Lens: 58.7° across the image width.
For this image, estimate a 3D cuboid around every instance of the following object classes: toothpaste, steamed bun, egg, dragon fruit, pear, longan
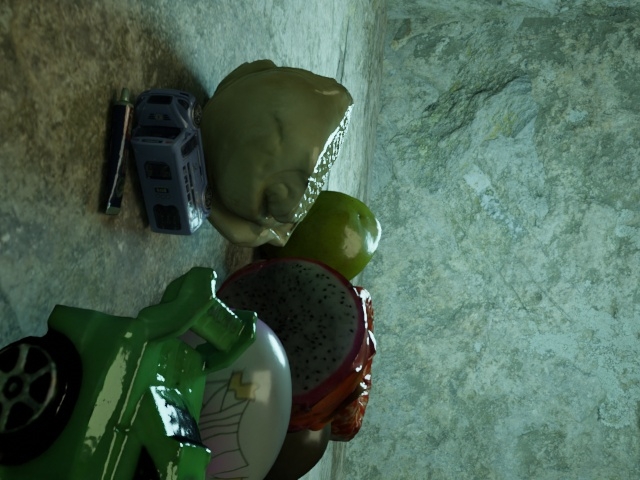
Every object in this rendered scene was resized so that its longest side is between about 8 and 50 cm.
[{"bbox_3d":[-0.219,-0.097,0.621,0.037,0.021,0.140,-2,98,-89],"label":"toothpaste"},{"bbox_3d":[-0.088,-0.132,0.824,0.276,0.203,0.289,-63,179,26],"label":"steamed bun"},{"bbox_3d":[-0.135,0.217,0.727,0.196,0.196,0.272,-34,139,-76],"label":"egg"},{"bbox_3d":[-0.043,0.179,0.951,0.189,0.290,0.291,76,21,-58],"label":"dragon fruit"},{"bbox_3d":[0.000,0.000,1.198,0.212,0.269,0.213,52,-27,41],"label":"pear"},{"bbox_3d":[-0.077,0.347,1.060,0.213,0.198,0.198,-60,166,-4],"label":"longan"}]

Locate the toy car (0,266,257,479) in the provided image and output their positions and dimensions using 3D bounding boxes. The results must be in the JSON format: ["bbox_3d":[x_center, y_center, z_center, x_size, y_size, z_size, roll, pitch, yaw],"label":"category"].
[{"bbox_3d":[-0.187,0.206,0.499,0.213,0.176,0.359,69,28,-62],"label":"toy car"}]

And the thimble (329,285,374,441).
[{"bbox_3d":[-0.002,0.275,1.308,0.350,0.230,0.351,3,90,-77],"label":"thimble"}]

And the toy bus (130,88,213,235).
[{"bbox_3d":[-0.178,-0.091,0.680,0.076,0.073,0.168,-70,162,-54],"label":"toy bus"}]
